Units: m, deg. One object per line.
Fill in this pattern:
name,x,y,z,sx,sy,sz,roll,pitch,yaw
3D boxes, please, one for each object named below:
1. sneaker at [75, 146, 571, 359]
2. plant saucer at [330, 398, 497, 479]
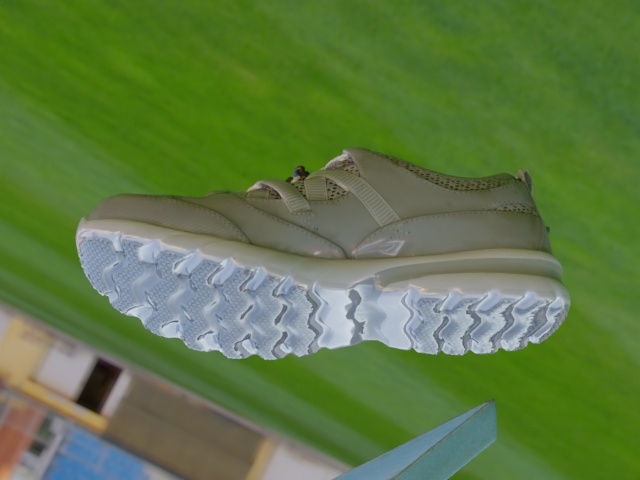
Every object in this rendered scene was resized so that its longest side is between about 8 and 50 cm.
sneaker,0.000,0.000,0.899,0.281,0.115,0.105,5,147,-11
plant saucer,0.015,0.118,0.702,0.018,0.067,0.192,54,148,4
